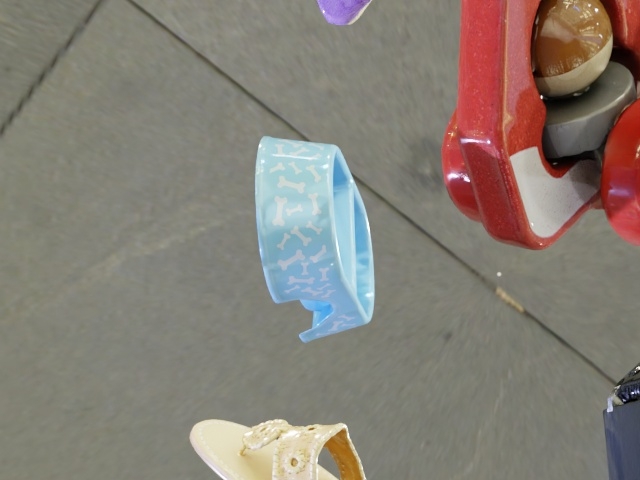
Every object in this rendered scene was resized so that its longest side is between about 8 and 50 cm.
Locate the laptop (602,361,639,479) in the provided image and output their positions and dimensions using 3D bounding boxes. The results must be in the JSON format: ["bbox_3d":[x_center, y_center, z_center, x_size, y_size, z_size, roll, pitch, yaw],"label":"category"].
[{"bbox_3d":[0.231,0.085,0.673,0.264,0.234,0.136,-39,89,-15],"label":"laptop"}]

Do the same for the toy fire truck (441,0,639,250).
[{"bbox_3d":[0.186,-0.147,1.000,0.302,0.169,0.254,-38,121,-32],"label":"toy fire truck"}]

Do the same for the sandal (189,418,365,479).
[{"bbox_3d":[0.012,0.177,1.159,0.240,0.088,0.079,35,116,25],"label":"sandal"}]

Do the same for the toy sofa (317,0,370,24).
[{"bbox_3d":[0.074,-0.427,1.866,0.362,0.150,0.177,-38,83,22],"label":"toy sofa"}]

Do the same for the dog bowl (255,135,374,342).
[{"bbox_3d":[0.000,0.000,1.565,0.074,0.297,0.166,-5,69,10],"label":"dog bowl"}]
